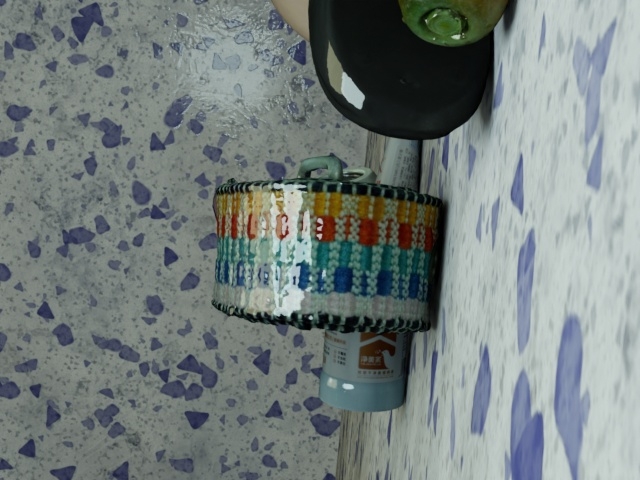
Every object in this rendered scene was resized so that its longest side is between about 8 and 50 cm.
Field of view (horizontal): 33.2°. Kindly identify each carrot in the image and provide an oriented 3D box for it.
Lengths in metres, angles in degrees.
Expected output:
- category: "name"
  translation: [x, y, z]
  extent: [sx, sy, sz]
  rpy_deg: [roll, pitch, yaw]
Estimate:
- category: "carrot"
  translation: [0.104, -0.267, 0.753]
  extent: [0.078, 0.078, 0.298]
  rpy_deg: [95, -177, -64]

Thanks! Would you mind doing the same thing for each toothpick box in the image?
- category: "toothpick box"
  translation: [0.052, 0.105, 1.208]
  extent: [0.101, 0.101, 0.153]
  rpy_deg: [-85, -1, -81]

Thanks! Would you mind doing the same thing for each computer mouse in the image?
- category: "computer mouse"
  translation: [0.058, -0.173, 0.821]
  extent: [0.086, 0.137, 0.270]
  rpy_deg: [112, 164, -57]

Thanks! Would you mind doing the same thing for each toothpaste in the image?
- category: "toothpaste"
  translation: [0.098, -0.097, 1.287]
  extent: [0.089, 0.057, 0.234]
  rpy_deg: [66, -145, -70]

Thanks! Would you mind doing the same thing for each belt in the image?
- category: "belt"
  translation: [0.000, 0.000, 1.043]
  extent: [0.295, 0.206, 0.161]
  rpy_deg: [-175, 90, -78]

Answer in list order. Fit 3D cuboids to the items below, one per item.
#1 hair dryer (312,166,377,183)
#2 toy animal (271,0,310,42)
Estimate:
- category: "hair dryer"
  translation: [0.064, -0.036, 1.461]
  extent: [0.357, 0.107, 0.173]
  rpy_deg: [-55, -43, -69]
- category: "toy animal"
  translation: [0.039, -0.321, 1.166]
  extent: [0.229, 0.210, 0.221]
  rpy_deg: [-51, 14, 6]
